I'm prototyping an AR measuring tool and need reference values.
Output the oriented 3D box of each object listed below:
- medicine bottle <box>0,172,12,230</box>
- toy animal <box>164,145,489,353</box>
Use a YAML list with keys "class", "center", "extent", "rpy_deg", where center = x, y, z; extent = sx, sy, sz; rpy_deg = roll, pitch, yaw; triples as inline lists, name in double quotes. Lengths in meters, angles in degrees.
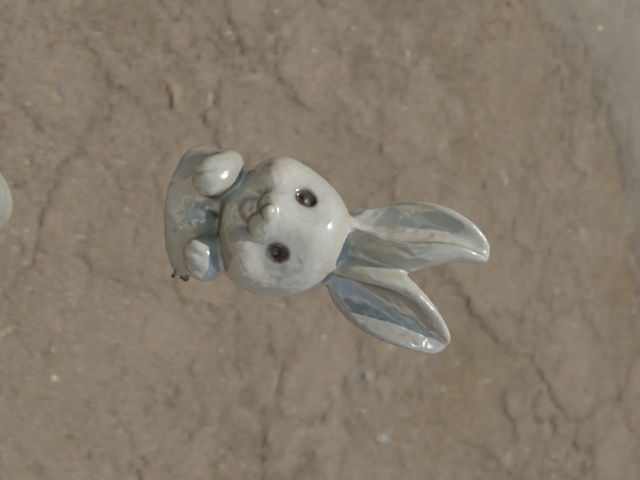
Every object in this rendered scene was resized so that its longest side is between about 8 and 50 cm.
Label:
- class: "medicine bottle"
  center: [-0.431, -0.096, 1.273]
  extent: [0.123, 0.375, 0.282]
  rpy_deg: [-44, 115, -21]
- class: "toy animal"
  center: [-0.003, 0.001, 0.962]
  extent: [0.131, 0.221, 0.103]
  rpy_deg: [40, 66, -66]
